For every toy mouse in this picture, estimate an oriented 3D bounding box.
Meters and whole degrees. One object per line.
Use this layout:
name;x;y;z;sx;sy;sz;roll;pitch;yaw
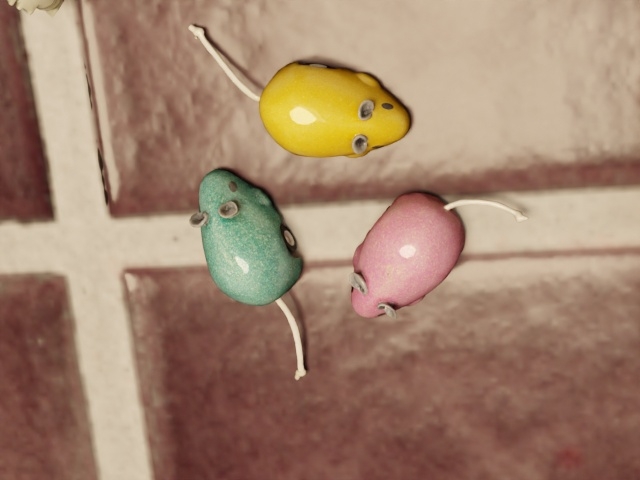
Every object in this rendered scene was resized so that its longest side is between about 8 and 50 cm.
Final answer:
toy mouse;0.000;0.000;0.502;0.161;0.031;0.143;17;108;9

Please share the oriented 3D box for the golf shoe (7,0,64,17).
golf shoe;-0.148;-0.175;0.475;0.086;0.069;0.176;-37;95;14
